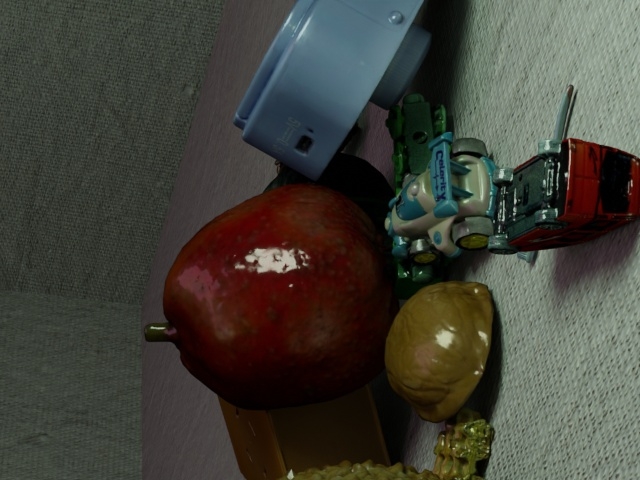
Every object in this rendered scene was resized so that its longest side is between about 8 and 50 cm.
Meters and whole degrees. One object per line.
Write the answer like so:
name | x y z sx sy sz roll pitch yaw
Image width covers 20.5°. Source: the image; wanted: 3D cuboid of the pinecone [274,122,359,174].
pinecone | -0.018 -0.191 2.636 0.179 0.150 0.195 137 146 -69

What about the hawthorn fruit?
hawthorn fruit | -0.060 0.072 2.089 0.265 0.307 0.265 169 90 -88

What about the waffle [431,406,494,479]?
waffle | 0.146 0.280 1.922 0.160 0.046 0.192 -98 22 -57

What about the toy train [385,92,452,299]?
toy train | 0.118 -0.053 2.152 0.119 0.085 0.251 102 169 -63

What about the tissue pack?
tissue pack | -0.027 0.240 2.292 0.274 0.145 0.194 -146 41 -67

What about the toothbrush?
toothbrush | 0.231 -0.067 1.804 0.013 0.019 0.193 -22 -51 -58

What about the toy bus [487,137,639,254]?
toy bus | 0.223 -0.037 1.662 0.195 0.089 0.081 144 132 -71

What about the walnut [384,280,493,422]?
walnut | 0.121 0.112 1.963 0.167 0.087 0.211 -66 10 0

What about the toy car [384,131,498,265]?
toy car | 0.120 -0.047 1.992 0.161 0.098 0.126 -22 58 38

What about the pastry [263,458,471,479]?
pastry | 0.029 0.343 1.701 0.409 0.409 0.245 -162 69 -76

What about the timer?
timer | 0.040 -0.246 2.224 0.395 0.173 0.395 -61 3 6

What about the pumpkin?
pumpkin | 0.000 0.000 2.340 0.250 0.216 0.250 -22 61 45
